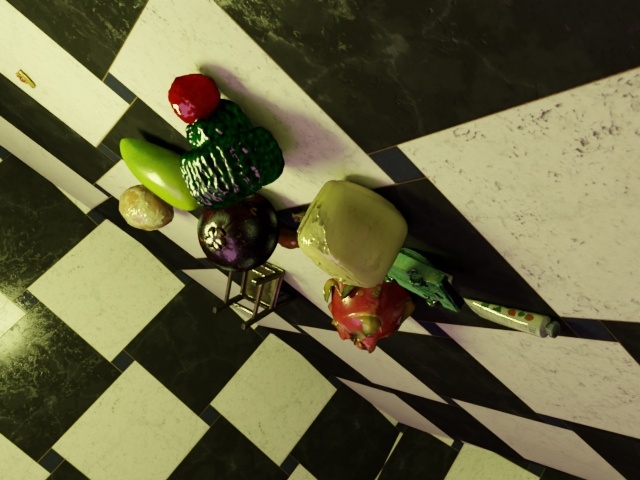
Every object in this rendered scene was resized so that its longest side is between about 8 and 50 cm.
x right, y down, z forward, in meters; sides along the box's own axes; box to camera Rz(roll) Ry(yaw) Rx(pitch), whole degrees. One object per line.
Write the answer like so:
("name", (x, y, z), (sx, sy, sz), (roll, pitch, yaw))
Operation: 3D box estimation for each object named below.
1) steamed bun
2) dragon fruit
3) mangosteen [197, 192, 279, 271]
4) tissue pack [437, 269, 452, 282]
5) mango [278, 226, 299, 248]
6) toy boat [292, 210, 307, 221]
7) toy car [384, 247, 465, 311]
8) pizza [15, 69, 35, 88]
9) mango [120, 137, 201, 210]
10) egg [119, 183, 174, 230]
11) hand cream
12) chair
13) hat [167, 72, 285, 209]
("steamed bun", (0.090, -0.011, 1.350), (0.273, 0.232, 0.166), (35, 165, -12))
("dragon fruit", (0.146, 0.238, 1.841), (0.305, 0.225, 0.305), (30, 161, 11))
("mangosteen", (-0.258, -0.037, 1.761), (0.288, 0.288, 0.288), (28, 159, 12))
("tissue pack", (0.352, 0.123, 1.570), (0.056, 0.023, 0.108), (24, 159, 21))
("mango", (-0.108, -0.004, 1.878), (0.127, 0.063, 0.077), (12, 145, 43))
("toy boat", (-0.020, -0.049, 1.671), (0.149, 0.049, 0.047), (29, 160, 8))
("toy car", (0.258, 0.092, 1.509), (0.321, 0.097, 0.141), (28, 164, 52))
("pizza", (-1.098, -0.595, 1.993), (0.078, 0.025, 0.083), (16, 155, 30))
("mango", (-0.535, -0.234, 1.829), (0.343, 0.156, 0.192), (34, 158, -1))
("egg", (-0.733, -0.138, 2.281), (0.233, 0.194, 0.195), (13, 159, -2))
("hand cream", (0.525, 0.213, 1.497), (0.276, 0.059, 0.095), (13, 154, 52))
("chair", (-0.258, 0.190, 2.395), (0.203, 0.416, 0.240), (22, 113, 23))
("hat", (-0.253, -0.261, 1.351), (0.274, 0.242, 0.332), (-16, 108, 35))
